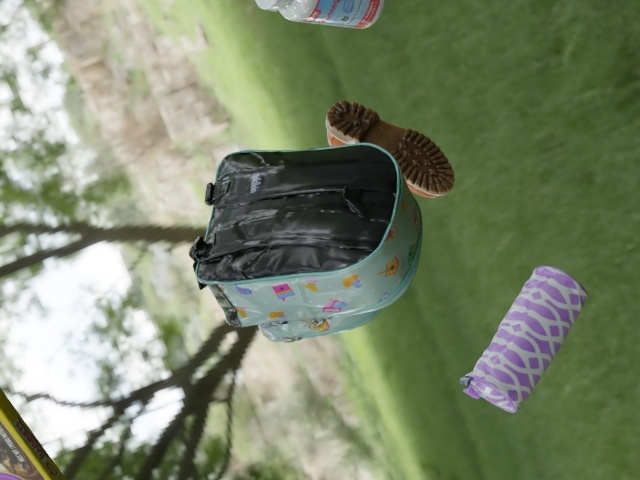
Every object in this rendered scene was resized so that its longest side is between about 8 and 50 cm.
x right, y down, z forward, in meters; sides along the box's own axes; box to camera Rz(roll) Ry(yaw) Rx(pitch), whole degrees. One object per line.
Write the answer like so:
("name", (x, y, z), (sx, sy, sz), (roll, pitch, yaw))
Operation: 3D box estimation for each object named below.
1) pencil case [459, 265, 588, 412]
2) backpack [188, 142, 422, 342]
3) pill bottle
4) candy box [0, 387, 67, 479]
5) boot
("pencil case", (0.269, 0.130, 1.763), (0.086, 0.206, 0.088), (41, 165, -13))
("backpack", (0.000, 0.000, 1.205), (0.144, 0.188, 0.166), (54, -145, -40))
("pill bottle", (-0.002, -0.322, 1.722), (0.087, 0.160, 0.087), (1, 91, 55))
("candy box", (-0.298, 0.240, 1.291), (0.206, 0.105, 0.027), (58, -158, -13))
("boot", (0.075, -0.083, 1.454), (0.158, 0.059, 0.085), (33, 148, 18))
